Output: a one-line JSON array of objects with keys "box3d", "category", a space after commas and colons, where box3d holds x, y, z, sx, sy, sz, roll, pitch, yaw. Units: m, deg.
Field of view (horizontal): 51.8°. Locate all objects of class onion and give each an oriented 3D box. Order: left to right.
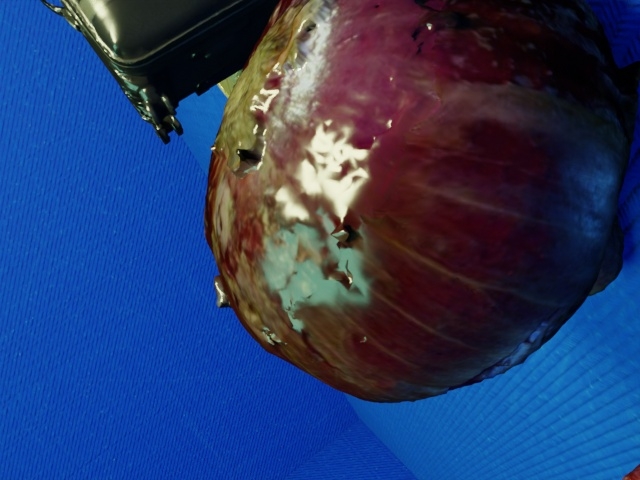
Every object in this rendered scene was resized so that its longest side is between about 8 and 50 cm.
[{"box3d": [0.103, -0.037, 0.515, 0.385, 0.348, 0.347, 21, -175, -28], "category": "onion"}]

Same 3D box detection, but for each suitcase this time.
[{"box3d": [-0.216, -0.364, 0.788, 0.434, 0.283, 0.194, 55, 170, 8], "category": "suitcase"}]

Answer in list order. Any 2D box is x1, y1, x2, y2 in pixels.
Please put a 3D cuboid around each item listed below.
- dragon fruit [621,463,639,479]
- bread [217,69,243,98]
[{"box3d": [0.403, 0.359, 0.736, 0.262, 0.163, 0.189, 56, -164, -6], "category": "dragon fruit"}, {"box3d": [-0.082, -0.239, 1.020, 0.236, 0.106, 0.140, 52, 166, 11], "category": "bread"}]
